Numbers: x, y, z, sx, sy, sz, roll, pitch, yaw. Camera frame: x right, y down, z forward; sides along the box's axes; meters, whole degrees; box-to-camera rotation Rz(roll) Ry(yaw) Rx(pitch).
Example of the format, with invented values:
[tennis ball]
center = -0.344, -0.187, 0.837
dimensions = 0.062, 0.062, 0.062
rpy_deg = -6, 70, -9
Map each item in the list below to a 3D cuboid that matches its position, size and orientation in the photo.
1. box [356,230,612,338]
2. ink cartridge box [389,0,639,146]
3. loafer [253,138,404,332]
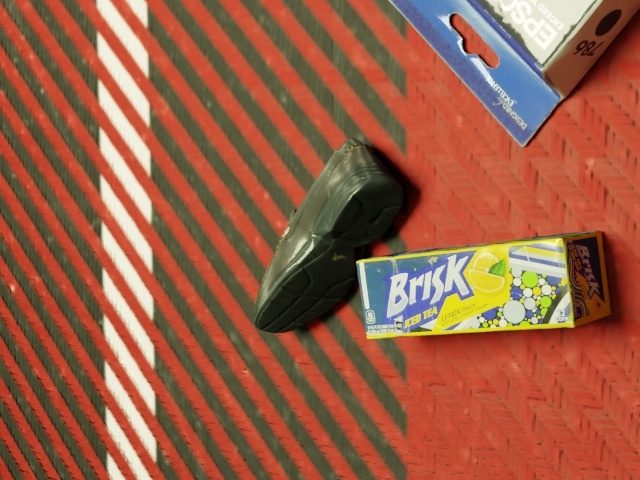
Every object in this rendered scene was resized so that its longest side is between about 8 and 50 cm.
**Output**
[box]
center = 0.108, 0.031, 0.923
dimensions = 0.169, 0.054, 0.059
rpy_deg = -7, 90, 40
[ink cartridge box]
center = 0.159, -0.229, 0.848
dimensions = 0.165, 0.065, 0.332
rpy_deg = 50, 124, 24
[loafer]
center = 0.000, 0.000, 1.016
dimensions = 0.170, 0.062, 0.061
rpy_deg = -51, 41, 28
